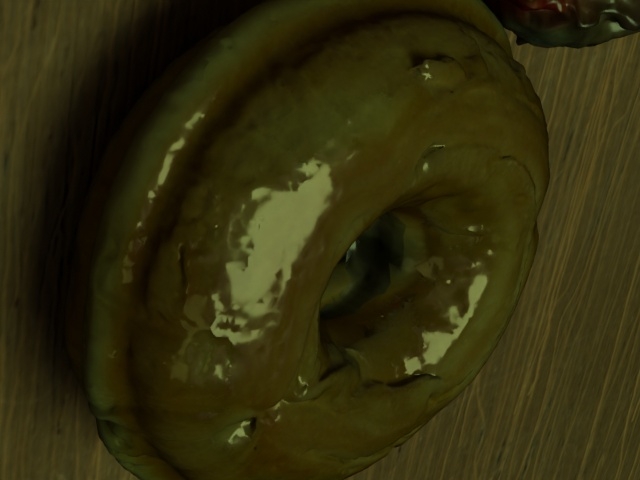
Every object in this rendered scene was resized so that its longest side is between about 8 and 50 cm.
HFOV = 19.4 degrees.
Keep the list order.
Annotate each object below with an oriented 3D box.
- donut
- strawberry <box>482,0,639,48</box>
[{"bbox_3d":[0.000,0.000,1.401,0.449,0.198,0.449,-30,135,-35],"label":"donut"},{"bbox_3d":[0.208,-0.318,1.452,0.265,0.149,0.336,-14,119,-26],"label":"strawberry"}]
